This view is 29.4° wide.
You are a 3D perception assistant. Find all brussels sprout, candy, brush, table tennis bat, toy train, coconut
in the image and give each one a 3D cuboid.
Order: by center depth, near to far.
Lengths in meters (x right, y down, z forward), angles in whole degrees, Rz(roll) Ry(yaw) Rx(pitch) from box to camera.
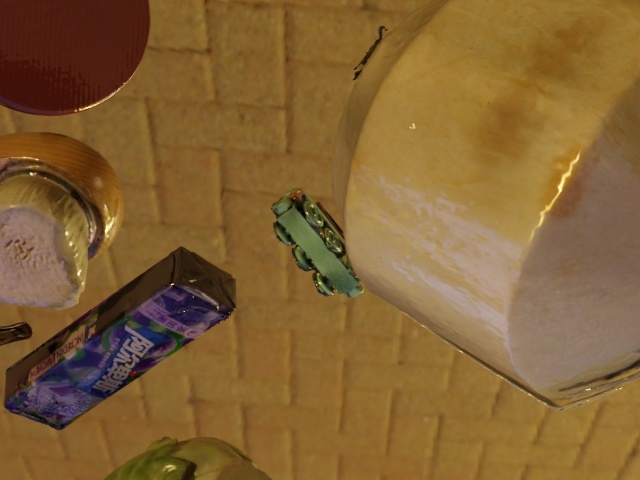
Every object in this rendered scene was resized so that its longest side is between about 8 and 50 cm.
[{"bbox_3d":[0.178,-0.041,0.884,0.322,0.323,0.323,6,149,4],"label":"coconut"},{"bbox_3d":[-0.287,-0.218,1.109,0.310,0.200,0.038,3,179,-40],"label":"table tennis bat"},{"bbox_3d":[-0.223,0.113,1.313,0.088,0.061,0.312,32,128,-32],"label":"candy"},{"bbox_3d":[-0.160,0.330,1.419,0.244,0.244,0.244,6,149,4],"label":"brussels sprout"},{"bbox_3d":[-0.381,-0.027,1.474,0.266,0.166,0.174,8,127,15],"label":"brush"},{"bbox_3d":[0.000,0.000,1.692,0.074,0.118,0.176,-35,105,18],"label":"toy train"}]

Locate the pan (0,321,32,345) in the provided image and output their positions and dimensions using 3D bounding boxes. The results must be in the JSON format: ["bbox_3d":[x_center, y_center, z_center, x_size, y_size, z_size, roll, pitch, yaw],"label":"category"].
[{"bbox_3d":[-0.357,0.106,1.251,0.040,0.115,0.212,-33,172,25],"label":"pan"}]
